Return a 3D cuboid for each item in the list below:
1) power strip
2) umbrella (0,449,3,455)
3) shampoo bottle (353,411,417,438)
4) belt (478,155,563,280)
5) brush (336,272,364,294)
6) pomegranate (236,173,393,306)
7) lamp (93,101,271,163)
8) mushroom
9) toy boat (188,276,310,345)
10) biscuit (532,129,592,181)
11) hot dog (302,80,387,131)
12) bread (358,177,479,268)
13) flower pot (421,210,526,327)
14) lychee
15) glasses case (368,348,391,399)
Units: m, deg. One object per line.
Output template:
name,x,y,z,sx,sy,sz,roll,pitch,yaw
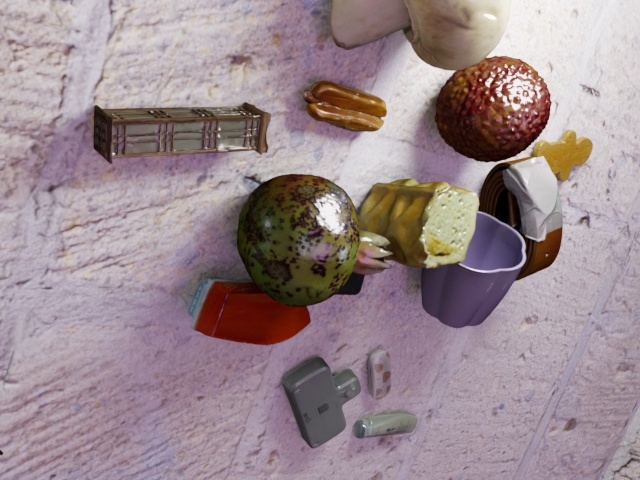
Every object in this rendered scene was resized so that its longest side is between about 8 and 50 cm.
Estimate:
power strip,0.015,0.414,1.903,0.193,0.059,0.265,-28,127,-17
umbrella,-0.686,0.343,1.360,0.044,0.044,0.269,-17,127,8
shampoo bottle,0.192,0.543,2.110,0.212,0.049,0.072,1,116,-37
belt,0.535,-0.061,1.933,0.122,0.217,0.339,-19,117,-28
brush,0.026,0.071,1.730,0.197,0.059,0.123,1,110,-38
pomegranate,0.000,0.000,1.522,0.340,0.285,0.285,9,107,-30
lamp,-0.256,-0.206,1.357,0.325,0.089,0.090,-9,118,-33
mushroom,0.214,-0.520,1.432,0.353,0.353,0.325,17,82,-41
toy boat,-0.154,0.151,1.605,0.331,0.133,0.145,14,100,-51
biscuit,0.694,-0.244,2.077,0.240,0.035,0.158,-16,124,-29
hot dog,0.051,-0.290,1.558,0.235,0.062,0.092,10,107,-42
bread,0.225,-0.043,1.669,0.238,0.252,0.196,-11,100,-38
flower pot,0.372,0.085,1.885,0.265,0.265,0.243,-13,135,-31
lychee,0.403,-0.309,1.687,0.260,0.260,0.261,-17,122,-29
glasses case,0.165,0.374,2.005,0.063,0.041,0.164,-21,125,-27
